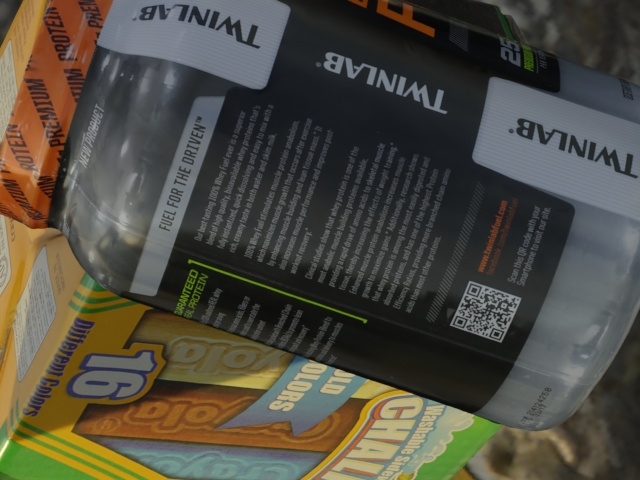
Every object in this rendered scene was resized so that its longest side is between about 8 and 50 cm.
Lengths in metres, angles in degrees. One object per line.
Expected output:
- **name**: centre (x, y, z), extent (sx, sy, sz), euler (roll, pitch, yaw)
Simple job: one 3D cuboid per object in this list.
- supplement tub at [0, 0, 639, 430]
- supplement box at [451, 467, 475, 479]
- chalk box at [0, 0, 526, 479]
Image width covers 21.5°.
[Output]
- **supplement tub**: centre (0.003, -0.022, 0.526), extent (0.117, 0.190, 0.117), euler (-161, 90, -84)
- **supplement box**: centre (0.027, 0.224, 1.042), extent (0.194, 0.191, 0.129), euler (-42, 0, -6)
- **chalk box**: centre (0.000, 0.000, 0.751), extent (0.179, 0.289, 0.180), euler (-53, 39, 39)
